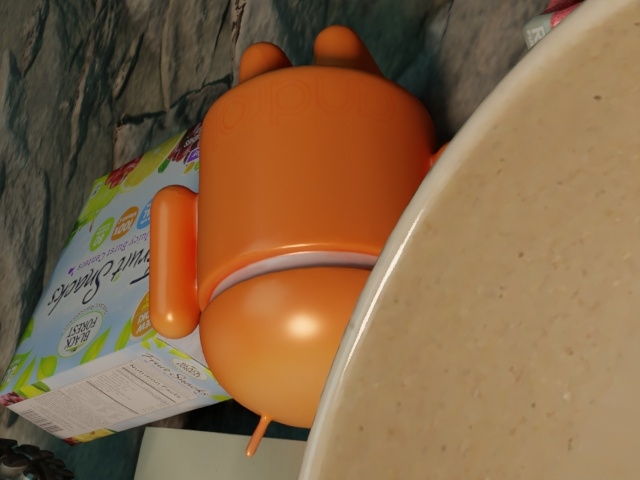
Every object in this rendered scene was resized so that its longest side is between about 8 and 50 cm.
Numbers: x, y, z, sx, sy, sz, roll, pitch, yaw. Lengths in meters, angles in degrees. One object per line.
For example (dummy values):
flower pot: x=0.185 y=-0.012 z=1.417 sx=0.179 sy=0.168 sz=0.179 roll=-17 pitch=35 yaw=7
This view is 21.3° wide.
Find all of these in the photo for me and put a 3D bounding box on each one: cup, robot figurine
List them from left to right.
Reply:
robot figurine: x=-0.002 y=0.001 z=0.866 sx=0.128 sy=0.158 sz=0.219 roll=124 pitch=149 yaw=-56
cup: x=0.171 y=0.108 z=0.429 sx=0.331 sy=0.237 sz=0.331 roll=-32 pitch=50 yaw=49

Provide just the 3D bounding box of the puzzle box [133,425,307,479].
puzzle box: x=-0.051 y=0.303 z=0.867 sx=0.272 sy=0.052 sz=0.408 roll=-4 pitch=72 yaw=57

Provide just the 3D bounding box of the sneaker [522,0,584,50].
sneaker: x=0.127 y=-0.033 z=0.670 sx=0.116 sy=0.136 sz=0.313 roll=-16 pitch=62 yaw=55

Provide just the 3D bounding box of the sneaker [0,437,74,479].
sneaker: x=-0.156 y=0.227 z=0.953 sx=0.283 sy=0.110 sz=0.122 roll=-129 pitch=44 yaw=-58

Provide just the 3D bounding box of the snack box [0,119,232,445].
snack box: x=-0.094 y=0.021 z=1.019 sx=0.207 sy=0.070 sz=0.174 roll=-23 pitch=39 yaw=53
